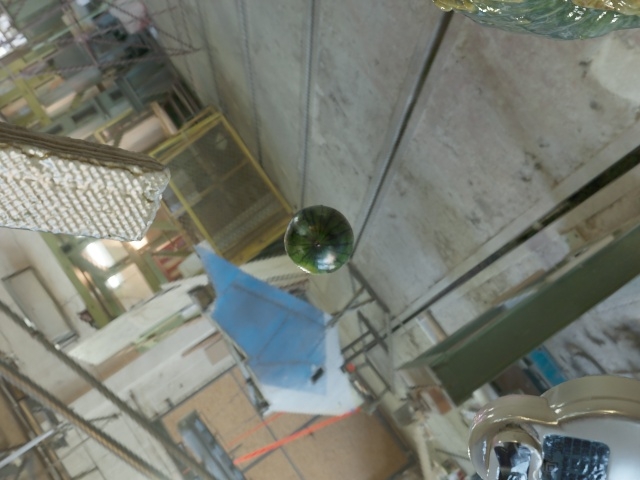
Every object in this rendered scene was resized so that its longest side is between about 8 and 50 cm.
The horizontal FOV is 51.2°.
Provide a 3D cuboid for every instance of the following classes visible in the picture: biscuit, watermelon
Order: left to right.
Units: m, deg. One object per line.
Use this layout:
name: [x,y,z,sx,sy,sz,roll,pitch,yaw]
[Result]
biscuit: [-0.414,-0.087,0.911,0.426,0.144,0.078,9,-152,-44]
watermelon: [0.000,0.000,0.978,0.106,0.105,0.062,57,177,-5]

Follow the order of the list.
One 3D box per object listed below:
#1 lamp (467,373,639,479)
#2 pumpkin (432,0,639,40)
lamp: [0.284,0.218,0.719,0.108,0.245,0.180,-66,-24,-63]
pumpkin: [0.138,-0.238,0.307,0.327,0.291,0.258,7,93,41]
